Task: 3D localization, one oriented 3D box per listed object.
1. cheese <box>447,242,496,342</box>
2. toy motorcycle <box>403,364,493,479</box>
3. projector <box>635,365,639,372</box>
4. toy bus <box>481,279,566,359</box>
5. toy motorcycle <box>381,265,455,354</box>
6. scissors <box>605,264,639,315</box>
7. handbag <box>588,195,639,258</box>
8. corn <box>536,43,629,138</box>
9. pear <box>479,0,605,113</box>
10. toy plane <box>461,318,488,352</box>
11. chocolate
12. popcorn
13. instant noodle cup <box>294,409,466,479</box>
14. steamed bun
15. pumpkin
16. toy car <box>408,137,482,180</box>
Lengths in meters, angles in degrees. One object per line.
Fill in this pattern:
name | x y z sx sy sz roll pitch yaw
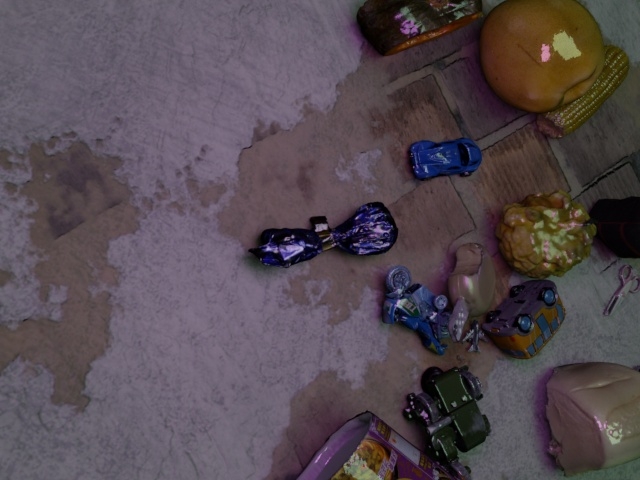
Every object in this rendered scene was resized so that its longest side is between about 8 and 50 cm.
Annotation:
cheese | 0.350 0.129 1.660 0.286 0.082 0.163 -55 129 -48
toy motorcycle | 0.313 0.435 1.651 0.205 0.127 0.275 -22 85 -25
projector | 0.934 0.430 1.944 0.147 0.061 0.115 30 71 -17
toy bus | 0.527 0.203 1.768 0.209 0.126 0.136 -41 108 -23
toy motorcycle | 0.229 0.175 1.662 0.254 0.092 0.135 41 78 -23
scissors | 0.851 0.149 1.967 0.176 0.022 0.085 -46 105 -25
handbag | 0.857 -0.030 1.892 0.169 0.215 0.155 45 77 -18
corn | 0.732 -0.412 1.935 0.344 0.131 0.131 -45 101 -20
pear | 0.564 -0.482 1.784 0.315 0.314 0.314 3 82 -23
toy plane | 0.388 0.240 1.751 0.079 0.031 0.083 3 82 -23
chocolate | -0.003 -0.001 1.577 0.344 0.126 0.148 -12 49 -22
popcorn | 0.575 -0.017 1.763 0.250 0.225 0.249 2 82 -17
instant noodle cup | 0.115 0.534 1.456 0.266 0.340 0.340 46 68 -1
steamed bun | 0.709 0.428 1.769 0.291 0.273 0.272 -19 75 -28
pumpkin | 0.253 -0.563 1.696 0.317 0.222 0.139 -22 93 -23
toy car | 0.324 -0.210 1.766 0.216 0.063 0.103 -8 86 -24
